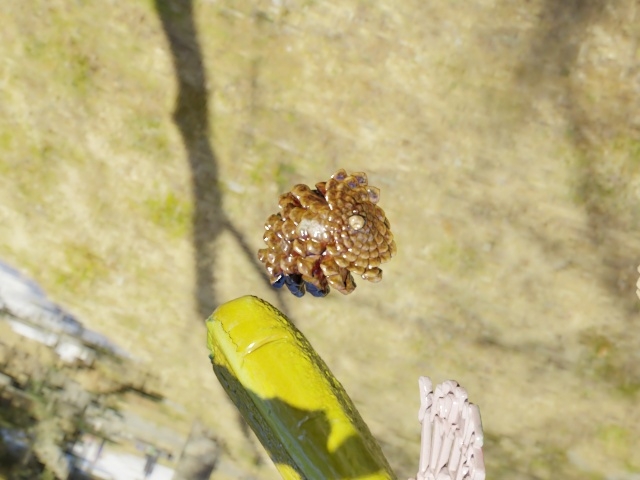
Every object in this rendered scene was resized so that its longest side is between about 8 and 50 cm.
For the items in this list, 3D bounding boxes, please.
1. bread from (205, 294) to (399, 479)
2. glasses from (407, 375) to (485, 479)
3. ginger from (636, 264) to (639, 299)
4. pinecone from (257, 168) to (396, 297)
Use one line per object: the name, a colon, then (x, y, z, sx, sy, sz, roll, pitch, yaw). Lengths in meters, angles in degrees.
bread: (-0.009, 0.224, 1.434, 0.383, 0.112, 0.166, 52, 156, 27)
glasses: (0.039, 0.178, 0.608, 0.095, 0.255, 0.162, 16, 130, -15)
ginger: (0.412, 0.019, 1.008, 0.276, 0.221, 0.130, -3, 143, 4)
pinecone: (-0.002, -0.001, 1.783, 0.212, 0.185, 0.168, -9, 141, 34)
